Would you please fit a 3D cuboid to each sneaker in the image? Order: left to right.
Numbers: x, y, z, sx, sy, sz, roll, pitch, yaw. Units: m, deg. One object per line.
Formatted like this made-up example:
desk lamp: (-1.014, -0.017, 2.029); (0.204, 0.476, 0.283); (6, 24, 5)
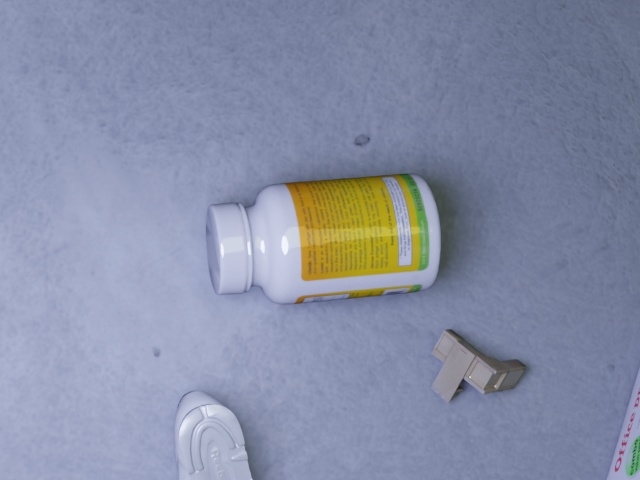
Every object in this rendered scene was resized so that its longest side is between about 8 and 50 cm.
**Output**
sneaker: (-0.113, 0.278, 1.409); (0.090, 0.095, 0.235); (-7, 99, -20)

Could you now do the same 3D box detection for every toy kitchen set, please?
toy kitchen set: (0.177, 0.154, 1.529); (0.083, 0.075, 0.068); (39, 112, 31)

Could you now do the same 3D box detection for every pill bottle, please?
pill bottle: (0.000, 0.000, 1.461); (0.246, 0.136, 0.136); (-5, 79, -14)

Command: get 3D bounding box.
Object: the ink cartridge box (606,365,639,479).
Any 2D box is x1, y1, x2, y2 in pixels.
ink cartridge box: (0.481, 0.217, 1.453); (0.197, 0.270, 0.198); (22, 74, -6)
